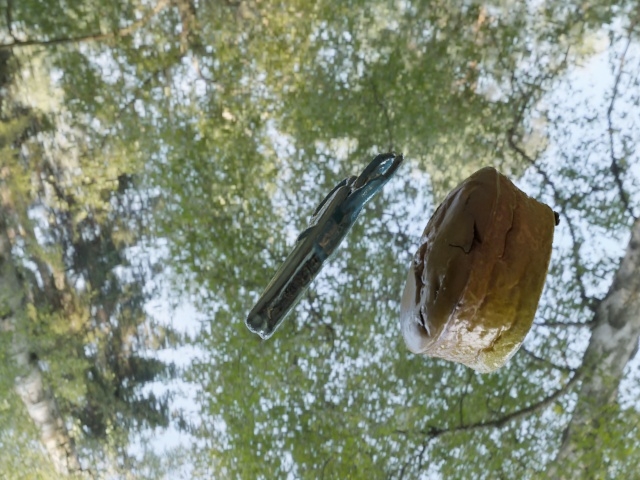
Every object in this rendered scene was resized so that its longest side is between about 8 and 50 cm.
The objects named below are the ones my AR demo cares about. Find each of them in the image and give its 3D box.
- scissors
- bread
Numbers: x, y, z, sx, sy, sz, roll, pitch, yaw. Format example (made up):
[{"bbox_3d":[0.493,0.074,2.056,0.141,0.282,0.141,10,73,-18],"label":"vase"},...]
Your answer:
[{"bbox_3d":[0.000,0.000,0.823,0.041,0.138,0.289,49,-137,-11],"label":"scissors"},{"bbox_3d":[0.187,0.033,0.989,0.143,0.195,0.269,25,-128,-7],"label":"bread"}]
